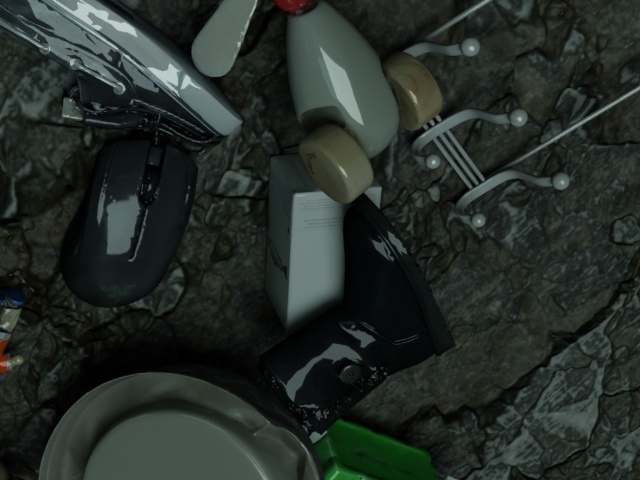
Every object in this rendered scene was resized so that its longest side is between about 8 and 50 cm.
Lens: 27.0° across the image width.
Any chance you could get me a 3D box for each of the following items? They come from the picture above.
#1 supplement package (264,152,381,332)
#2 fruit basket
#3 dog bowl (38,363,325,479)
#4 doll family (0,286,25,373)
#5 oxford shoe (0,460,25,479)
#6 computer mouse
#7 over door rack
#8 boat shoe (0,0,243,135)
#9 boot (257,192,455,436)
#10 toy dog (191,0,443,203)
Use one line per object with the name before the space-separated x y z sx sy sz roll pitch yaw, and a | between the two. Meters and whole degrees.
supplement package | 0.000 0.000 1.528 0.105 0.105 0.179 -6 119 -17
fruit basket | -0.020 0.384 1.739 0.327 0.165 0.353 24 124 -29
dog bowl | -0.151 0.303 1.557 0.348 0.102 0.349 5 106 17
doll family | -0.443 0.122 1.431 0.263 0.118 0.163 18 109 -25
oxford shoe | -0.487 0.374 1.538 0.130 0.123 0.348 44 87 1
computer mouse | -0.209 -0.033 1.455 0.188 0.072 0.272 7 116 -24
over door rack | 0.240 -0.185 1.507 0.324 0.108 0.239 -38 125 4
boat shoe | -0.216 -0.181 1.348 0.301 0.108 0.102 34 103 -29
boot | 0.021 0.091 1.465 0.207 0.094 0.246 -32 130 -5
toy dog | -0.018 -0.203 1.377 0.220 0.161 0.334 -20 99 -28
